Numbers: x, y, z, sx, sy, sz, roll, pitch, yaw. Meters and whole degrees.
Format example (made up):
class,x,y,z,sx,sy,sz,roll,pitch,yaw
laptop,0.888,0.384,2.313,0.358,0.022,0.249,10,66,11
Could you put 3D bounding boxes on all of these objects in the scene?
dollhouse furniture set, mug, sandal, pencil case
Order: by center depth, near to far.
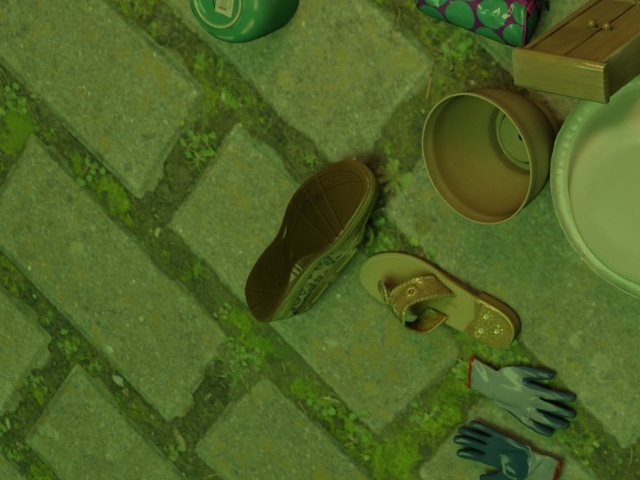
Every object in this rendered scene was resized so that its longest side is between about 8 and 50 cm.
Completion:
class,x,y,z,sx,sy,sz,roll,pitch,yaw
dollhouse furniture set,0.295,-0.338,1.530,0.303,0.174,0.355,17,130,37
pencil case,0.187,-0.279,1.747,0.152,0.064,0.070,23,138,23
mug,-0.112,-0.331,1.899,0.129,0.097,0.157,-27,95,38
sandal,0.138,0.086,1.932,0.240,0.079,0.088,22,121,24

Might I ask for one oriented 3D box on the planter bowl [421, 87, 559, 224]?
class,x,y,z,sx,sy,sz,roll,pitch,yaw
planter bowl,0.216,-0.113,1.765,0.162,0.109,0.162,23,126,36

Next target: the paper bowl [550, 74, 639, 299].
class,x,y,z,sx,sy,sz,roll,pitch,yaw
paper bowl,0.394,-0.059,1.658,0.284,0.148,0.284,13,116,29

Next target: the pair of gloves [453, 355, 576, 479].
class,x,y,z,sx,sy,sz,roll,pitch,yaw
pair of gloves,0.255,0.246,1.964,0.159,0.023,0.198,20,119,27

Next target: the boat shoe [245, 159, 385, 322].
class,x,y,z,sx,sy,sz,roll,pitch,yaw
boat shoe,0.000,0.000,1.993,0.285,0.089,0.104,-50,54,35
